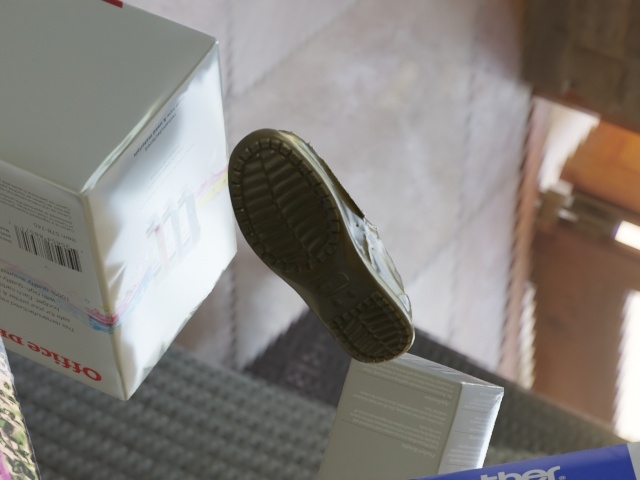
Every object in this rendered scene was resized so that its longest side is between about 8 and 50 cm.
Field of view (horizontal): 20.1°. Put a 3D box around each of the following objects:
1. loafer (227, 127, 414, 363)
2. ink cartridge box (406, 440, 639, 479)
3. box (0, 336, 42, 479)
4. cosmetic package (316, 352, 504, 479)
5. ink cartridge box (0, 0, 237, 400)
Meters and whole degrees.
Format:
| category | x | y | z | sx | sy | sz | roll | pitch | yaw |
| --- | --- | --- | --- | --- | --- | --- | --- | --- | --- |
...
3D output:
| category | x | y | z | sx | sy | sz | roll | pitch | yaw |
| --- | --- | --- | --- | --- | --- | --- | --- | --- | --- |
| loafer | 0.000 | 0.000 | 0.960 | 0.148 | 0.056 | 0.050 | 59 | 17 | -21 |
| ink cartridge box | 0.139 | 0.119 | 0.703 | 0.097 | 0.207 | 0.046 | -89 | 168 | -65 |
| box | -0.187 | 0.075 | 0.549 | 0.163 | 0.247 | 0.142 | 24 | 109 | -29 |
| cosmetic package | 0.070 | 0.231 | 1.692 | 0.107 | 0.127 | 0.238 | 11 | 96 | -59 |
| ink cartridge box | -0.132 | -0.028 | 0.969 | 0.127 | 0.128 | 0.176 | -54 | 157 | -34 |
